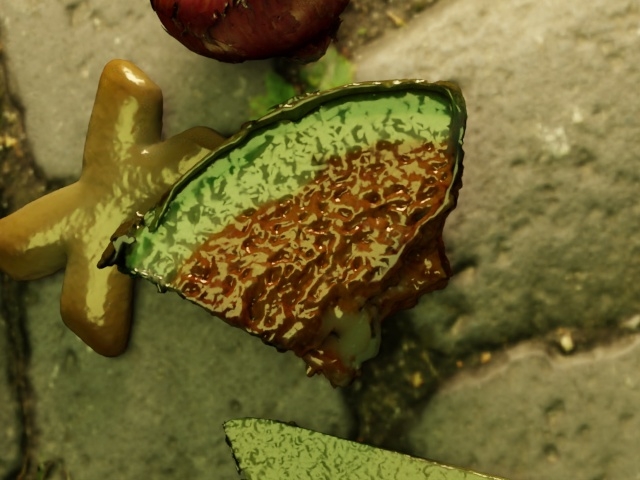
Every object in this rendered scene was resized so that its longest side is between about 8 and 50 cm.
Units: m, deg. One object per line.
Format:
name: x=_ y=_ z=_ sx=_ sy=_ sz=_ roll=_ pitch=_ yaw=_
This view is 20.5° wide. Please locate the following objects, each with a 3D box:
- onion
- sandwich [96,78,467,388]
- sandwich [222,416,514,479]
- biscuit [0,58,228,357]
onion: x=-0.044 y=-0.199 z=1.406 sx=0.184 sy=0.184 sz=0.147 roll=-21 pitch=119 yaw=11
sandwich: x=0.002 y=-0.014 z=1.368 sx=0.292 sy=0.109 sz=0.212 roll=-44 pitch=91 yaw=1
sandwich: x=0.065 y=0.219 z=1.358 sx=0.212 sy=0.063 sz=0.245 roll=-22 pitch=78 yaw=7
biscuit: x=-0.173 y=-0.030 z=1.461 sx=0.164 sy=0.047 sz=0.208 roll=38 pitch=93 yaw=18
